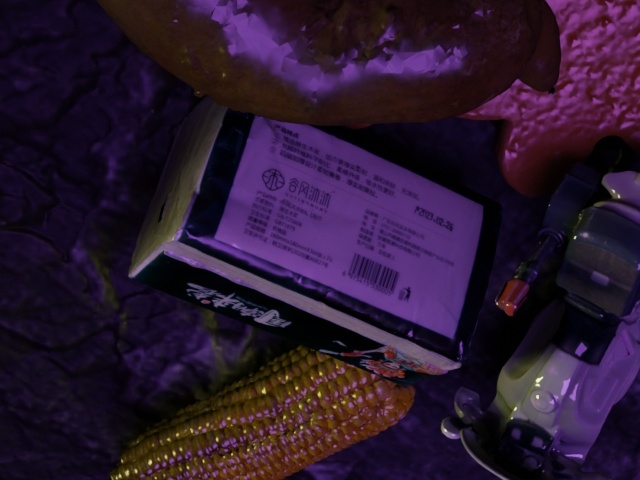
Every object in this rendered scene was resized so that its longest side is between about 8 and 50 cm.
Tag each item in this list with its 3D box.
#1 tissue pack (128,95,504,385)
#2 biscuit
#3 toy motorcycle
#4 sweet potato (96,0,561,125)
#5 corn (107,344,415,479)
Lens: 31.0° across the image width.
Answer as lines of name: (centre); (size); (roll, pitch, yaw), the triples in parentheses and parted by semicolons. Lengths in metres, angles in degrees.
tissue pack: (-0.001, -0.001, 0.605); (0.170, 0.103, 0.090); (25, 159, -21)
biscuit: (0.121, -0.104, 0.604); (0.250, 0.036, 0.165); (12, 119, -10)
toy motorcycle: (0.143, 0.058, 0.637); (0.102, 0.150, 0.221); (31, 136, 22)
sweet potato: (-0.025, -0.115, 0.515); (0.310, 0.098, 0.124); (26, 129, -21)
corn: (-0.038, 0.114, 0.692); (0.203, 0.072, 0.072); (-28, 120, 10)
